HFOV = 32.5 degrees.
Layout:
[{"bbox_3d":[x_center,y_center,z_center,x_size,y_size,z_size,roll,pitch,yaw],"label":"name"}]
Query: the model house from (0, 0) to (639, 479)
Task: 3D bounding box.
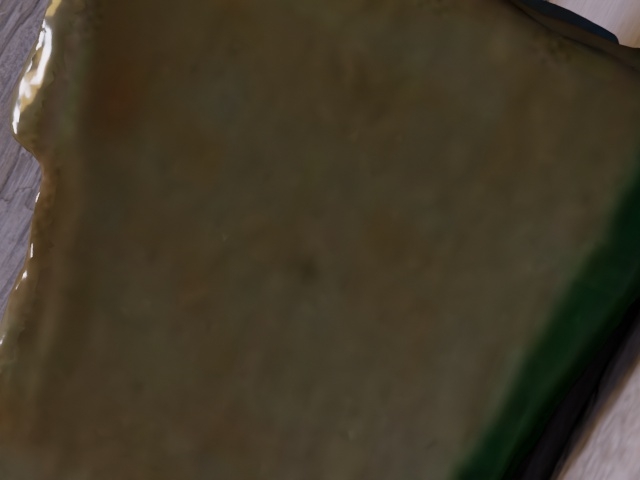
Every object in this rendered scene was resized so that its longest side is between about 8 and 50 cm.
[{"bbox_3d":[0.000,0.000,0.690,0.382,0.335,0.342,-66,-6,12],"label":"model house"}]
